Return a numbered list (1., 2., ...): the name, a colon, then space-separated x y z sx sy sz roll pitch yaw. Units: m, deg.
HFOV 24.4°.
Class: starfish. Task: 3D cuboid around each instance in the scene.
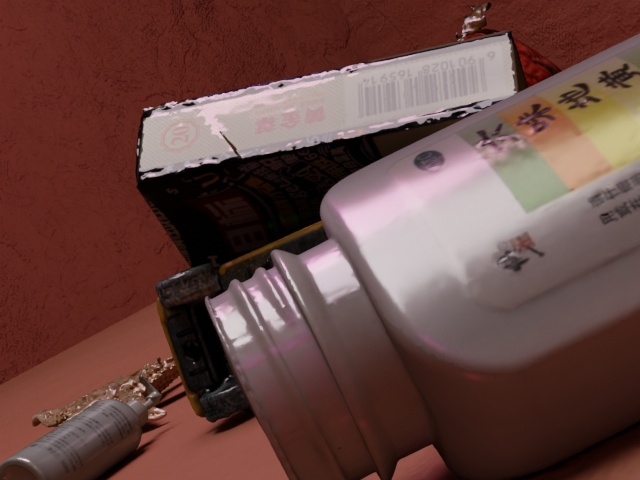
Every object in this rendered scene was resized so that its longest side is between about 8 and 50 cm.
1. starfish: -0.181 0.150 1.487 0.231 0.048 0.295 -28 5 -29

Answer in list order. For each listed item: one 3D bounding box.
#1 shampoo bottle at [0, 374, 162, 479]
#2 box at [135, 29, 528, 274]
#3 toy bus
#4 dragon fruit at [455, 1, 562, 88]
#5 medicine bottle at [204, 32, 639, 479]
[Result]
1. shampoo bottle: -0.186 0.166 1.221 0.056 0.056 0.195 -24 3 32
2. box: 0.029 -0.050 1.205 0.310 0.084 0.198 -11 -37 13
3. toy bus: 0.034 0.031 1.130 0.335 0.121 0.123 -24 -5 29
4. dragon fruit: 0.203 -0.094 1.453 0.148 0.218 0.224 10 65 24
5. medicine bottle: 0.113 0.004 0.684 0.324 0.124 0.179 -27 38 -2
